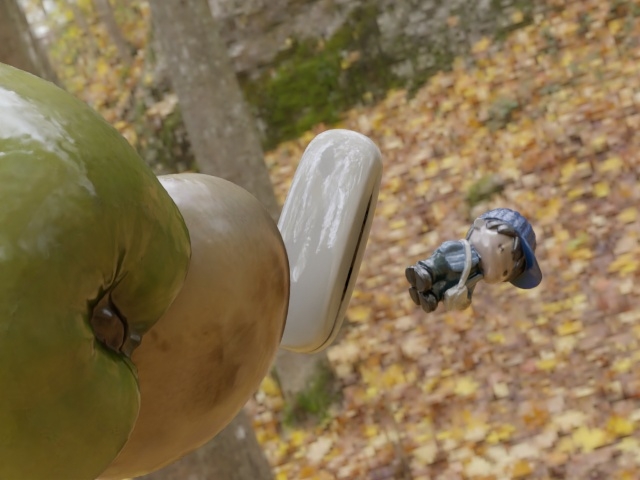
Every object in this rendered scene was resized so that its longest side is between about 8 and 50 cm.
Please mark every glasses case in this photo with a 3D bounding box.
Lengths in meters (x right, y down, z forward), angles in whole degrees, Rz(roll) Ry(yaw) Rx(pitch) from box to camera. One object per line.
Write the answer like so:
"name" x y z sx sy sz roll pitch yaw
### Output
"glasses case" 0.000 0.000 1.287 0.092 0.234 0.059 10 -8 33

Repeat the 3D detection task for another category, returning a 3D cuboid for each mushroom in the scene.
"mushroom" -0.184 0.046 1.130 0.290 0.293 0.292 34 36 32

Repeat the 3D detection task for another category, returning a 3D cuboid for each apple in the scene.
"apple" -0.280 0.026 0.895 0.360 0.320 0.311 7 8 20

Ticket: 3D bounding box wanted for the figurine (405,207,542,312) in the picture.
"figurine" 0.159 0.025 1.294 0.149 0.086 0.087 -24 21 -18
